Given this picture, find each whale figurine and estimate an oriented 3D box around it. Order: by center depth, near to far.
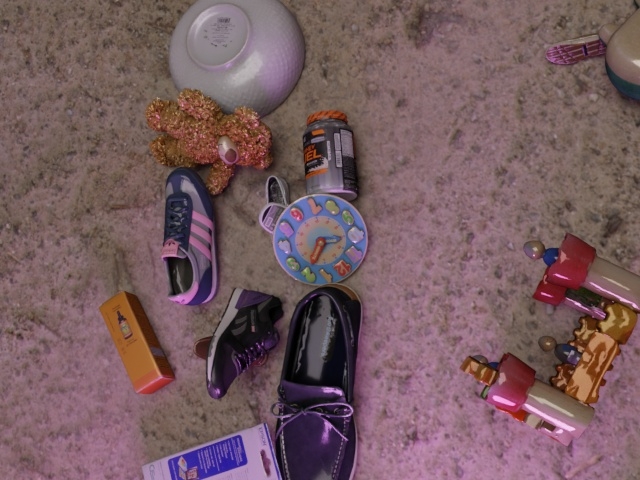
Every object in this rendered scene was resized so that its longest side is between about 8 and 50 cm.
[{"bbox_3d":[0.674,-0.396,1.668,0.216,0.141,0.272,9,57,16],"label":"whale figurine"}]

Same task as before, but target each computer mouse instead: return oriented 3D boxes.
[{"bbox_3d":[-0.047,-0.026,1.811,0.193,0.042,0.106,29,94,-13],"label":"computer mouse"}]

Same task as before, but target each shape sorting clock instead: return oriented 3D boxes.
[{"bbox_3d":[0.000,0.000,1.772,0.206,0.040,0.206,-2,108,-5],"label":"shape sorting clock"}]

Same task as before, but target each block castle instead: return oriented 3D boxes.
[{"bbox_3d":[0.396,0.169,1.450,0.213,0.453,0.303,27,88,14],"label":"block castle"}]

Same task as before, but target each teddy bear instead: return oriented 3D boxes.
[{"bbox_3d":[-0.275,-0.231,1.887,0.338,0.113,0.245,27,119,21],"label":"teddy bear"}]

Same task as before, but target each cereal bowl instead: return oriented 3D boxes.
[{"bbox_3d":[-0.216,-0.454,1.944,0.339,0.141,0.339,-4,78,18],"label":"cereal bowl"}]

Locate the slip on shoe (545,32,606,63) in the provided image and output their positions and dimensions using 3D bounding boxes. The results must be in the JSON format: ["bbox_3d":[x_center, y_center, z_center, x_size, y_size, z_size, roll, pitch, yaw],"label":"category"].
[{"bbox_3d":[0.548,-0.412,1.744,0.135,0.051,0.041,-11,35,23],"label":"slip on shoe"}]

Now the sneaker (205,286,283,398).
[{"bbox_3d":[-0.155,0.212,1.739,0.124,0.107,0.283,7,45,10],"label":"sneaker"}]

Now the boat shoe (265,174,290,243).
[{"bbox_3d":[-0.092,-0.060,1.857,0.066,0.063,0.184,-6,76,16],"label":"boat shoe"}]

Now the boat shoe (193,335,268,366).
[{"bbox_3d":[-0.206,0.243,1.829,0.178,0.060,0.064,5,80,19],"label":"boat shoe"}]

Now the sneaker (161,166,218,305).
[{"bbox_3d":[-0.308,-0.011,1.848,0.112,0.131,0.319,-11,88,24],"label":"sneaker"}]

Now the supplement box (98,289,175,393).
[{"bbox_3d":[-0.424,0.234,1.893,0.078,0.080,0.233,-32,72,8],"label":"supplement box"}]

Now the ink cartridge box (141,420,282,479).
[{"bbox_3d":[-0.220,0.511,1.754,0.332,0.065,0.165,-23,71,21],"label":"ink cartridge box"}]

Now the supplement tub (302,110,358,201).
[{"bbox_3d":[0.021,-0.183,1.820,0.117,0.117,0.190,-9,75,16],"label":"supplement tub"}]

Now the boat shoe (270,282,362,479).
[{"bbox_3d":[-0.011,0.329,1.699,0.186,0.156,0.500,5,81,17],"label":"boat shoe"}]
